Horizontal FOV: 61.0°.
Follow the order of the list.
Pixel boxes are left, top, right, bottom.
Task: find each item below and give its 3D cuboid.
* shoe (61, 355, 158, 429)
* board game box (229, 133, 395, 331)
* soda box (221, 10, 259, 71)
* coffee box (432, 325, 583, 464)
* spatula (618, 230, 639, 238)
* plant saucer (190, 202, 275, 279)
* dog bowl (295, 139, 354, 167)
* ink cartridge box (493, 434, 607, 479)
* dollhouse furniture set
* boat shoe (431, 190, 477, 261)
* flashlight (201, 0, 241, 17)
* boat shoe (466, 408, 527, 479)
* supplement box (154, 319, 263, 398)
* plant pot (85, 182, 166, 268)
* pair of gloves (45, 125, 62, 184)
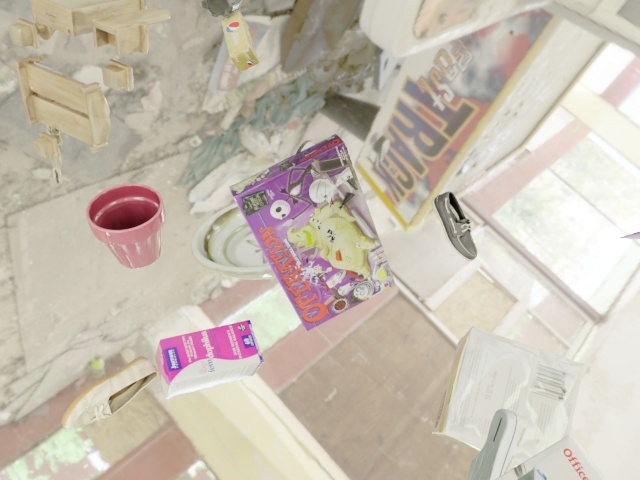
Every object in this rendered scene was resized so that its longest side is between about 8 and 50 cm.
[{"bbox_3d":[-0.450,0.333,1.174,0.219,0.058,0.076,-37,145,-37],"label":"shoe"},{"bbox_3d":[0.000,0.000,0.999,0.208,0.056,0.346,-25,127,0],"label":"board game box"},{"bbox_3d":[-0.222,-0.548,1.492,0.061,0.181,0.058,-24,144,11],"label":"soda box"},{"bbox_3d":[0.574,0.509,1.717,0.334,0.339,0.337,75,34,-70],"label":"coffee box"},{"bbox_3d":[0.801,-0.001,1.234,0.296,0.084,0.030,-117,-151,-83],"label":"spatula"},{"bbox_3d":[-0.134,0.003,1.434,0.401,0.401,0.100,-34,129,-34],"label":"plant saucer"},{"bbox_3d":[0.010,-0.137,1.884,0.408,0.151,0.407,7,90,-75],"label":"dog bowl"},{"bbox_3d":[0.343,0.406,0.816,0.191,0.139,0.082,-38,139,11],"label":"ink cartridge box"},{"bbox_3d":[-0.437,-0.308,1.103,0.174,0.303,0.355,-44,152,-46],"label":"dollhouse furniture set"},{"bbox_3d":[0.380,-0.041,1.494,0.075,0.206,0.065,-19,167,-42],"label":"boat shoe"},{"bbox_3d":[-0.213,-0.732,1.590,0.103,0.103,0.304,-43,-172,44],"label":"flashlight"},{"bbox_3d":[0.406,0.494,1.222,0.083,0.076,0.226,-134,-116,-73],"label":"boat shoe"},{"bbox_3d":[-0.262,0.277,1.272,0.220,0.111,0.114,-10,153,-27],"label":"supplement box"},{"bbox_3d":[-0.518,-0.028,1.498,0.201,0.201,0.180,-36,145,-30],"label":"plant pot"},{"bbox_3d":[-0.720,-0.299,1.465,0.042,0.204,0.240,-10,145,-25],"label":"pair of gloves"}]
